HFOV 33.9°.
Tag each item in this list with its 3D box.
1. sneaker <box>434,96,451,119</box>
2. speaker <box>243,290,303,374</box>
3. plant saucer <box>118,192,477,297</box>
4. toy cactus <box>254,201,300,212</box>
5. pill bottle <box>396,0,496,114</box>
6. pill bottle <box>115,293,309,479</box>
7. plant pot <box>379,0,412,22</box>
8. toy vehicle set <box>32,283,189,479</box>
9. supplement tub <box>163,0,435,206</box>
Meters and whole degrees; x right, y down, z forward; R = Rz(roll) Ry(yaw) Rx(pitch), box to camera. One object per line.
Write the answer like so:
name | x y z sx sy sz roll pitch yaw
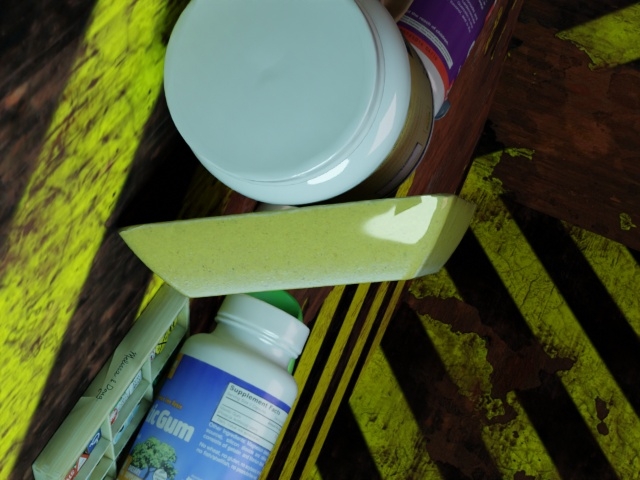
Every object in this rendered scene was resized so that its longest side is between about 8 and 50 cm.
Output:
sneaker | 0.163 -0.289 1.760 0.131 0.148 0.350 -46 156 -60
speaker | -0.106 0.208 1.566 0.131 0.131 0.296 -53 161 -50
plant saucer | -0.003 0.010 1.142 0.333 0.333 0.081 1 83 -77
toy cactus | -0.020 -0.082 1.500 0.180 0.112 0.219 -49 170 -27
pill bottle | 0.143 -0.325 1.522 0.323 0.182 0.181 -60 167 -28
pill bottle | -0.120 0.204 1.250 0.152 0.152 0.272 72 41 -72
plant pot | 0.076 -0.390 1.279 0.237 0.110 0.237 -61 166 -27
toy vehicle set | -0.231 0.197 1.208 0.166 0.035 0.267 98 19 -52
supplement tub | -0.012 -0.145 1.058 0.316 0.228 0.228 1 112 -78
